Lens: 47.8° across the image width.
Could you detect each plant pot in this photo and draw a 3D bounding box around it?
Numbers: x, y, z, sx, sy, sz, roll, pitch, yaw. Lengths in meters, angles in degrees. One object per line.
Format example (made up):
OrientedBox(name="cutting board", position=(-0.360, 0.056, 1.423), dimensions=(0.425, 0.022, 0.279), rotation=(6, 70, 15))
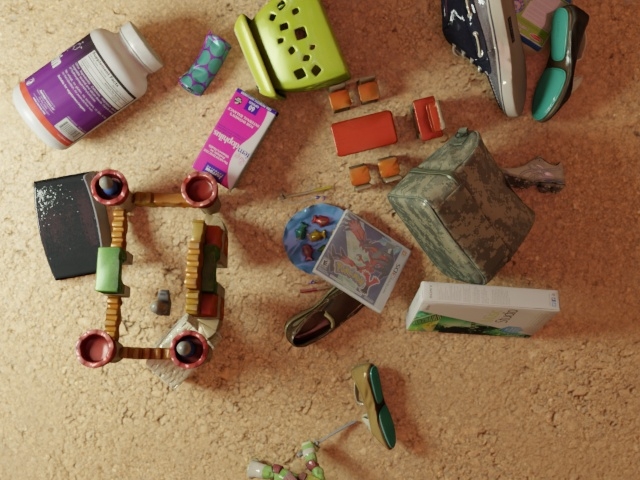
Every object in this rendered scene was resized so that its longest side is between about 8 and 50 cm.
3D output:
OrientedBox(name="plant pot", position=(-0.065, -0.445, 1.674), dimensions=(0.207, 0.228, 0.227), rotation=(-21, 97, 7))

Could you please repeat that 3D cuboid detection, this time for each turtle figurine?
OrientedBox(name="turtle figurine", position=(-0.037, 0.621, 1.849), dimensions=(0.266, 0.275, 0.198), rotation=(-3, 120, 19))

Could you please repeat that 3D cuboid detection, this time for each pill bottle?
OrientedBox(name="pill bottle", position=(-0.537, -0.367, 1.688), dimensions=(0.323, 0.181, 0.182), rotation=(-35, 96, 2))

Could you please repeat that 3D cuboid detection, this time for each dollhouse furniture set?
OrientedBox(name="dollhouse furniture set", position=(0.157, -0.270, 1.736), dimensions=(0.259, 0.135, 0.262), rotation=(-15, 96, 0))

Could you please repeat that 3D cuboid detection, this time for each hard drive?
OrientedBox(name="hard drive", position=(-0.613, -0.034, 1.786), dimensions=(0.171, 0.054, 0.255), rotation=(-10, 96, 0))

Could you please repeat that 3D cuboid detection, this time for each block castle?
OrientedBox(name="block castle", position=(-0.381, 0.069, 1.663), dimensions=(0.302, 0.213, 0.454), rotation=(1, 78, 2))

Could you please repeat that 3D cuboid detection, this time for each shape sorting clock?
OrientedBox(name="shape sorting clock", position=(0.509, -0.558, 1.759), dimensions=(0.206, 0.040, 0.206), rotation=(0, 101, -1))

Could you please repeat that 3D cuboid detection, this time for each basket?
OrientedBox(name="basket", position=(-0.343, 0.272, 1.801), dimensions=(0.113, 0.103, 0.167), rotation=(43, 93, -6))

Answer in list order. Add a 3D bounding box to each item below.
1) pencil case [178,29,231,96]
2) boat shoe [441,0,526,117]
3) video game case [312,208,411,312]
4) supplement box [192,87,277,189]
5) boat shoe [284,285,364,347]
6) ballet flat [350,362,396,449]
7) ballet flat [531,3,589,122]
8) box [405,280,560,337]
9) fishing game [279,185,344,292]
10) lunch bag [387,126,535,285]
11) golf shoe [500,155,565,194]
OrientedBox(name="pencil case", position=(-0.280, -0.424, 1.745), dimensions=(0.070, 0.064, 0.152), rotation=(31, 95, -29))
OrientedBox(name="boat shoe", position=(0.394, -0.459, 1.745), dimensions=(0.158, 0.127, 0.341), rotation=(1, 116, 34))
OrientedBox(name="video game case", position=(0.105, 0.051, 1.782), dimensions=(0.201, 0.023, 0.183), rotation=(32, 71, -10))
OrientedBox(name="supplement box", position=(-0.203, -0.243, 1.745), dimensions=(0.111, 0.114, 0.220), rotation=(30, 96, -5))
OrientedBox(name="boat shoe", position=(0.029, 0.186, 1.798), dimensions=(0.257, 0.095, 0.095), rotation=(-37, 107, 5))
OrientedBox(name="ballet flat", position=(0.134, 0.426, 1.855), dimensions=(0.073, 0.080, 0.232), rotation=(-12, 94, 28))
OrientedBox(name="ballet flat", position=(0.592, -0.420, 1.744), dimensions=(0.096, 0.095, 0.281), rotation=(-1, 112, -26))
OrientedBox(name="box", position=(0.382, 0.172, 1.746), dimensions=(0.321, 0.232, 0.059), rotation=(5, 66, -1))
OrientedBox(name="fishing game", position=(0.000, 0.000, 1.811), dimensions=(0.189, 0.041, 0.264), rotation=(-8, 99, -1))
OrientedBox(name="lunch bag", position=(0.349, -0.079, 1.708), dimensions=(0.256, 0.212, 0.305), rotation=(-44, 111, -12))
OrientedBox(name="golf shoe", position=(0.522, -0.171, 1.802), dimensions=(0.176, 0.069, 0.086), rotation=(10, 76, -5))
